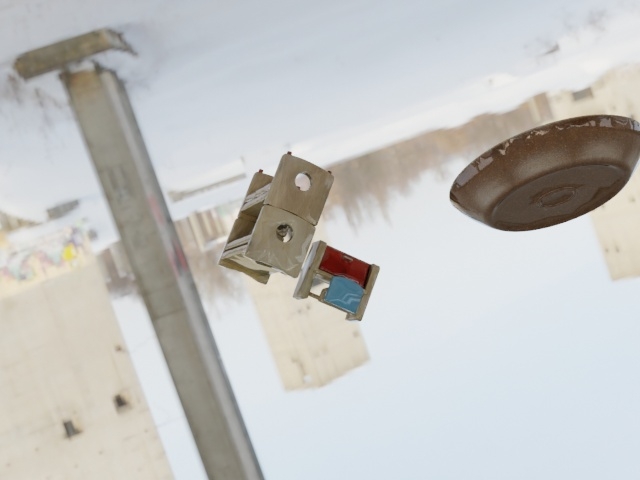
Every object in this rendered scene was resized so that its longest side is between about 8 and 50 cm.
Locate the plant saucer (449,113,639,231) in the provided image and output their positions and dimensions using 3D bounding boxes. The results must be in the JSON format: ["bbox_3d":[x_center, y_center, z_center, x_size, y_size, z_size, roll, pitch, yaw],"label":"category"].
[{"bbox_3d":[0.226,-0.055,1.017,0.198,0.036,0.199,-12,156,-6],"label":"plant saucer"}]

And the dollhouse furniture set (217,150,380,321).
[{"bbox_3d":[0.000,0.000,1.218,0.183,0.129,0.129,24,167,-16],"label":"dollhouse furniture set"}]
